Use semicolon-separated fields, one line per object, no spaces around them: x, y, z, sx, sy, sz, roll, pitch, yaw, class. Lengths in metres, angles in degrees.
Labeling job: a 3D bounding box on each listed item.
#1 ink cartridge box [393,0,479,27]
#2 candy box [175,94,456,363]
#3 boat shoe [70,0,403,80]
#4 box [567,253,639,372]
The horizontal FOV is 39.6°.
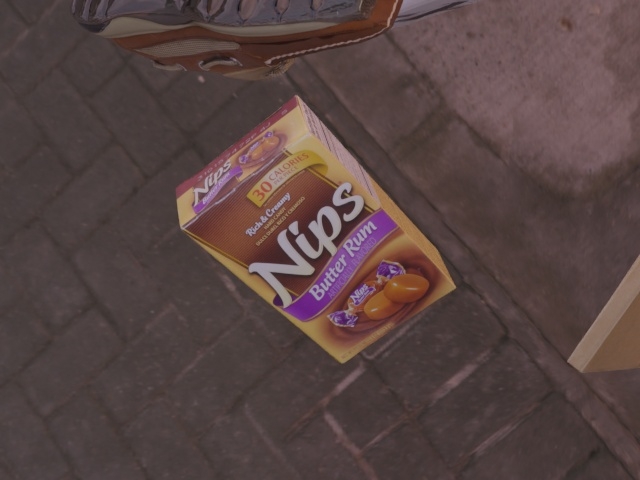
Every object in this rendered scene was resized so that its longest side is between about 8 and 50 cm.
0.094;-0.316;0.836;0.114;0.273;0.197;-15;98;-29;ink cartridge box
0.000;0.000;0.628;0.109;0.186;0.053;-36;36;14;candy box
-0.063;-0.193;0.723;0.324;0.120;0.123;13;74;40;boat shoe
0.299;0.025;0.750;0.021;0.164;0.201;42;110;33;box
